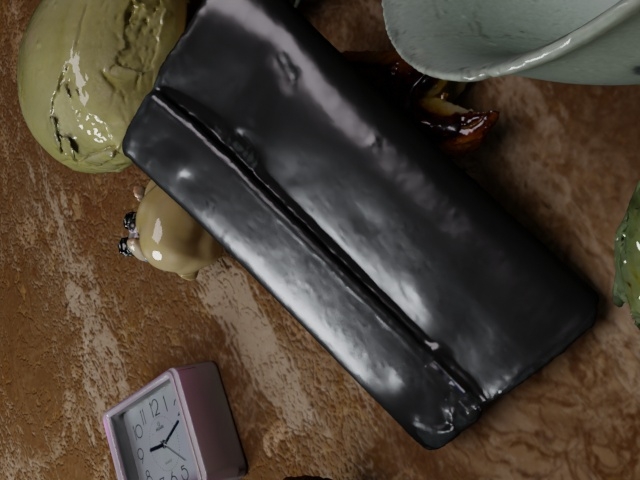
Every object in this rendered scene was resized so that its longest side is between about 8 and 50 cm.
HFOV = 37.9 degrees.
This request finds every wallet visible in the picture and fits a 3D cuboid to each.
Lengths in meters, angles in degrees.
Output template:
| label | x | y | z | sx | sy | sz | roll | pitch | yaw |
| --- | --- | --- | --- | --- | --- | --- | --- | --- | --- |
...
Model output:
| label | x | y | z | sx | sy | sz | roll | pitch | yaw |
| --- | --- | --- | --- | --- | --- | --- | --- | --- | --- |
| wallet | 0.019 | -0.018 | 0.805 | 0.406 | 0.062 | 0.228 | 45 | 123 | 5 |

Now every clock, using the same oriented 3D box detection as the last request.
| label | x | y | z | sx | sy | sz | roll | pitch | yaw |
| --- | --- | --- | --- | --- | --- | --- | --- | --- | --- |
| clock | -0.186 | 0.252 | 1.159 | 0.197 | 0.063 | 0.150 | -35 | 67 | 42 |

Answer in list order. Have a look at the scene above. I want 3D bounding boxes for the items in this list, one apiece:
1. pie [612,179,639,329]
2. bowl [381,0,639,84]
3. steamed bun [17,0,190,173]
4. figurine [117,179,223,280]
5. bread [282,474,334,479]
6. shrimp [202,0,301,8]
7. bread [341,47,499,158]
| label | x | y | z | sx | sy | sz | roll | pitch | yaw |
| --- | --- | --- | --- | --- | --- | --- | --- | --- | --- |
| pie | 0.371 | 0.011 | 0.413 | 0.395 | 0.180 | 0.418 | 44 | 134 | -8 |
| bowl | 0.239 | -0.241 | 0.529 | 0.435 | 0.196 | 0.435 | -46 | 28 | 34 |
| steamed bun | -0.258 | -0.223 | 1.085 | 0.232 | 0.166 | 0.273 | 176 | 105 | -67 |
| figurine | -0.192 | -0.018 | 1.124 | 0.196 | 0.108 | 0.114 | 1 | 71 | 53 |
| bread | -0.014 | 0.352 | 0.870 | 0.135 | 0.232 | 0.247 | -42 | 70 | 51 |
| shrimp | -0.066 | -0.202 | 0.913 | 0.445 | 0.085 | 0.272 | -49 | 34 | 45 |
| bread | 0.054 | -0.116 | 0.863 | 0.268 | 0.095 | 0.140 | -10 | 80 | 37 |
